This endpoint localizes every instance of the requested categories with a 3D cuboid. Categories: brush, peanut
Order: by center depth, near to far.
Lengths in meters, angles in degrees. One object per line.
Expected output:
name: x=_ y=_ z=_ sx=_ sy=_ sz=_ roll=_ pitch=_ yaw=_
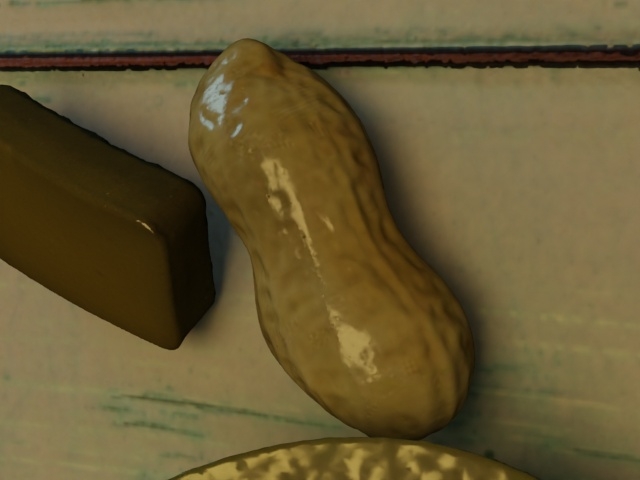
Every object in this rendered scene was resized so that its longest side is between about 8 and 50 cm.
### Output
peanut: x=0.000 y=0.000 z=0.874 sx=0.274 sy=0.111 sz=0.125 roll=65 pitch=152 yaw=15
brush: x=-0.160 y=-0.017 z=0.950 sx=0.197 sy=0.059 sz=0.123 roll=28 pitch=140 yaw=24

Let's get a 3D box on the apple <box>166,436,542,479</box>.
apple: x=0.013 y=0.287 z=0.764 sx=0.360 sy=0.320 sz=0.311 roll=16 pitch=130 yaw=9
